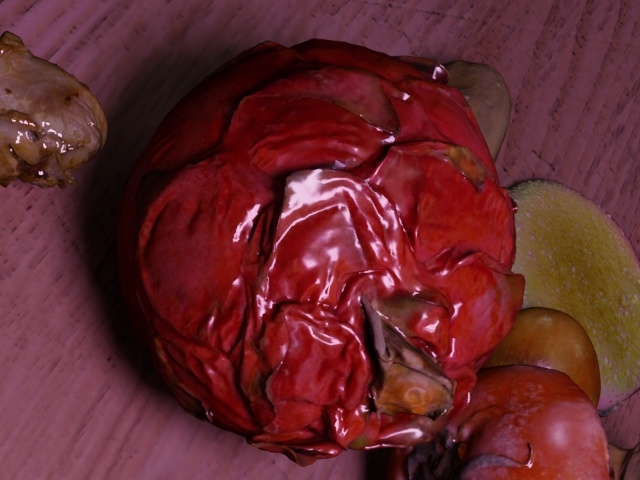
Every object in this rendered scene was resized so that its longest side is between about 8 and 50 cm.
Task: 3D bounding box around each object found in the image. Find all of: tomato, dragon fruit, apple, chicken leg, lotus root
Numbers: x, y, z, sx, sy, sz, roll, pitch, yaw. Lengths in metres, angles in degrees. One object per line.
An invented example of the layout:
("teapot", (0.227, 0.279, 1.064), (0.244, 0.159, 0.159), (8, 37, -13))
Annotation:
("tomato", (0.105, 0.190, 1.299), (0.095, 0.237, 0.236), (13, 57, -22))
("dragon fruit", (0.000, 0.000, 1.256), (0.277, 0.277, 0.342), (32, 21, -29))
("apple", (0.180, 0.110, 1.510), (0.114, 0.099, 0.102), (54, 38, -2))
("chicken leg", (-0.241, -0.105, 1.214), (0.228, 0.088, 0.103), (34, 62, -29))
("lotus root", (0.106, -0.088, 1.560), (0.183, 0.090, 0.077), (-60, 140, -44))

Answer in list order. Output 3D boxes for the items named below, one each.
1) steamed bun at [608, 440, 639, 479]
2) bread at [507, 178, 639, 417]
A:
("steamed bun", (0.239, 0.260, 1.478), (0.177, 0.106, 0.192), (-43, 110, -38))
("bread", (0.235, 0.046, 1.656), (0.228, 0.033, 0.228), (27, 49, -35))
